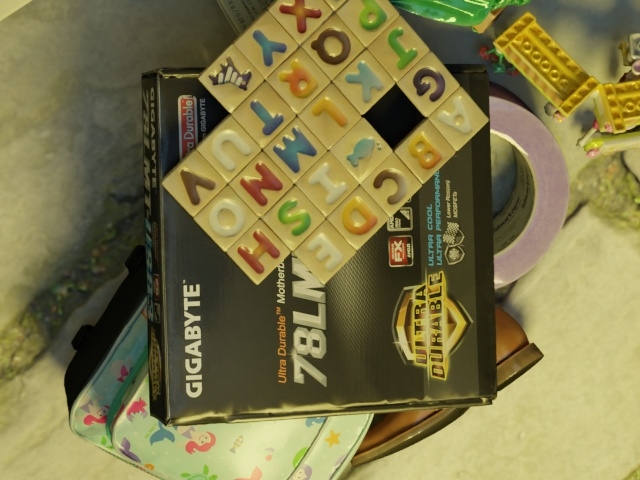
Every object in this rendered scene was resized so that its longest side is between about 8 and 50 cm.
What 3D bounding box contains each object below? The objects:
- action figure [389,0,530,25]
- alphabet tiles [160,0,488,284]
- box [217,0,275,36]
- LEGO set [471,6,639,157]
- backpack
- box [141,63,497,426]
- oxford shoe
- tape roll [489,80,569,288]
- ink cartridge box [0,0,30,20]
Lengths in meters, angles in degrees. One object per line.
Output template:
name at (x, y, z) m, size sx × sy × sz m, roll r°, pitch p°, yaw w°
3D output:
action figure at (0.068, -0.237, 1.543) m, size 0.232 × 0.063 × 0.137 m, roll 19°, pitch 102°, yaw -9°
alphabet tiles at (-0.007, -0.088, 1.519) m, size 0.237 × 0.009 × 0.198 m, roll -45°, pitch 109°, yaw -7°
box at (0.041, -0.256, 1.625) m, size 0.275 × 0.113 × 0.094 m, roll -29°, pitch 109°, yaw 4°
LEGO set at (0.237, -0.146, 1.714) m, size 0.287 × 0.107 × 0.132 m, roll 12°, pitch 71°, yaw -7°
backpack at (-0.077, 0.133, 1.702) m, size 0.253 × 0.191 × 0.225 m, roll 32°, pitch 96°, yaw -23°
box at (0.000, 0.000, 1.581) m, size 0.293 × 0.073 × 0.295 m, roll -2°, pitch 92°, yaw -20°
oxford shoe at (0.107, 0.142, 1.798) m, size 0.212 × 0.076 × 0.076 m, roll -36°, pitch 79°, yaw 7°
tape roll at (0.127, -0.051, 1.720) m, size 0.189 × 0.080 × 0.189 m, roll -2°, pitch 108°, yaw -6°
ink cartridge box at (-0.274, -0.299, 1.506) m, size 0.353 × 0.207 × 0.119 m, roll 43°, pitch 64°, yaw -18°
